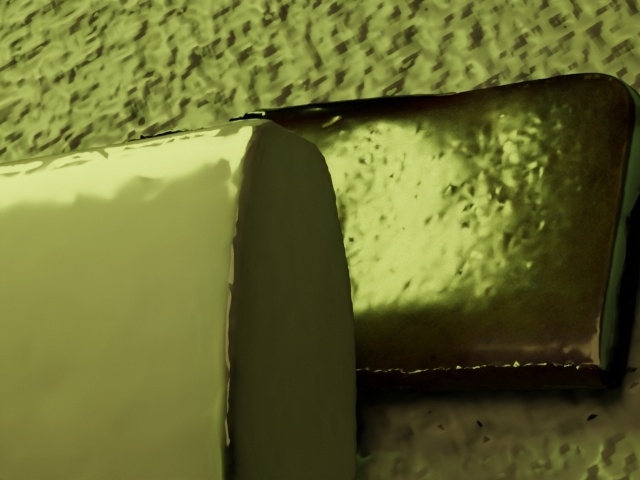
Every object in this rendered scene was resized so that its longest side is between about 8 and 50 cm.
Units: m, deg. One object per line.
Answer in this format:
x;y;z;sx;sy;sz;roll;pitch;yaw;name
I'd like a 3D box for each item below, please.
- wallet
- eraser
0.000;0.000;0.710;0.255;0.031;0.137;-3;51;28;wallet
-0.126;0.063;0.664;0.270;0.095;0.174;-8;74;24;eraser
